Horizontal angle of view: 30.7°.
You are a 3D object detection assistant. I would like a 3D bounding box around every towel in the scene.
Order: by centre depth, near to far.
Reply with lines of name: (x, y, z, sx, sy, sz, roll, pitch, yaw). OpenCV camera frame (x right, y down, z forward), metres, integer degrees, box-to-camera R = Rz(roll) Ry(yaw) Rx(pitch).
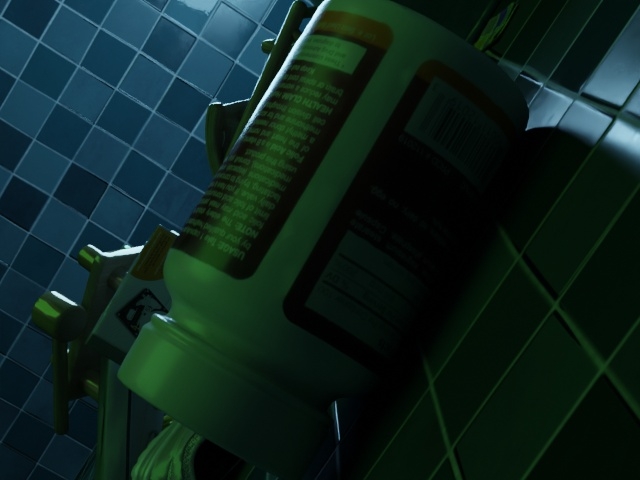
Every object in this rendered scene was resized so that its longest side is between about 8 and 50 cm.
towel: (0.217, -0.265, 1.462, 0.060, 0.009, 0.083, -59, 8, -8)

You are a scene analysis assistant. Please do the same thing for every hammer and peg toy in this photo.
hammer and peg toy: (-0.320, 0.129, 1.795, 0.361, 0.127, 0.266, -13, -51, -52)

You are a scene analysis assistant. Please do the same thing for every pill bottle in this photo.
pill bottle: (0.000, 0.000, 1.045, 0.392, 0.224, 0.224, -59, 8, -7)

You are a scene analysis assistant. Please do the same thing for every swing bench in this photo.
swing bench: (-0.004, -0.171, 1.507, 0.254, 0.165, 0.253, -45, -8, 28)

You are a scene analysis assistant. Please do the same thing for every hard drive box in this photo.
hard drive box: (-0.174, 0.119, 1.600, 0.181, 0.232, 0.089, -62, 10, -22)

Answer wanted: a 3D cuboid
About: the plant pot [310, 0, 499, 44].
plant pot: (0.106, -0.377, 1.672, 0.272, 0.255, 0.272, -56, 9, 14)

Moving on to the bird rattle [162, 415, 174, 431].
bird rattle: (-0.282, 0.376, 1.858, 0.254, 0.143, 0.207, -88, 16, -48)

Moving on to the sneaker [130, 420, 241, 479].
sneaker: (-0.108, 0.220, 1.437, 0.115, 0.105, 0.281, 4, 52, 42)

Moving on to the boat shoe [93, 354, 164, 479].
boat shoe: (-0.239, 0.310, 1.669, 0.136, 0.156, 0.367, 166, 107, -72)
